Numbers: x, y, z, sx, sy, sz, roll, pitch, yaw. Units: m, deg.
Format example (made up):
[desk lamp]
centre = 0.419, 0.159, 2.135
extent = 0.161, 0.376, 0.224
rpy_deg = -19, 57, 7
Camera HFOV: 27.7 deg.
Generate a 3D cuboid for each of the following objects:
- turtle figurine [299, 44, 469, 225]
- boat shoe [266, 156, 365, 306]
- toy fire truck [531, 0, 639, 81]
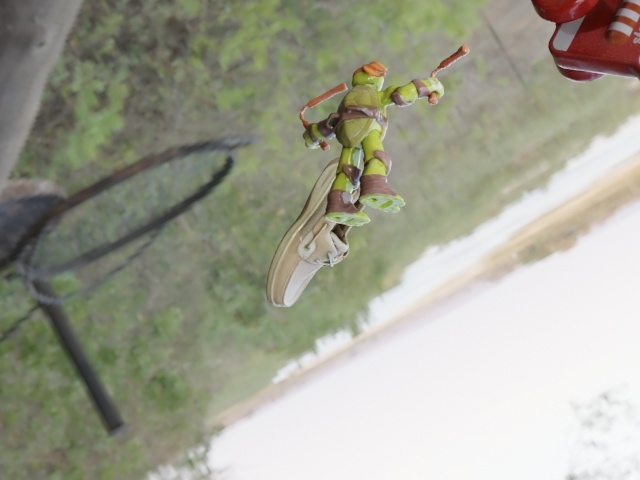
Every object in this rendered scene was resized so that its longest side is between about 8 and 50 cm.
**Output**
[turtle figurine]
centre = 0.064, -0.139, 1.611
extent = 0.269, 0.217, 0.087
rpy_deg = -16, 151, 35
[boat shoe]
centre = 0.000, 0.000, 2.673
extent = 0.341, 0.110, 0.121
rpy_deg = -63, 158, 12
[toy fire truck]
centre = 0.465, -0.354, 1.872
extent = 0.302, 0.254, 0.169
rpy_deg = -58, 142, -20
